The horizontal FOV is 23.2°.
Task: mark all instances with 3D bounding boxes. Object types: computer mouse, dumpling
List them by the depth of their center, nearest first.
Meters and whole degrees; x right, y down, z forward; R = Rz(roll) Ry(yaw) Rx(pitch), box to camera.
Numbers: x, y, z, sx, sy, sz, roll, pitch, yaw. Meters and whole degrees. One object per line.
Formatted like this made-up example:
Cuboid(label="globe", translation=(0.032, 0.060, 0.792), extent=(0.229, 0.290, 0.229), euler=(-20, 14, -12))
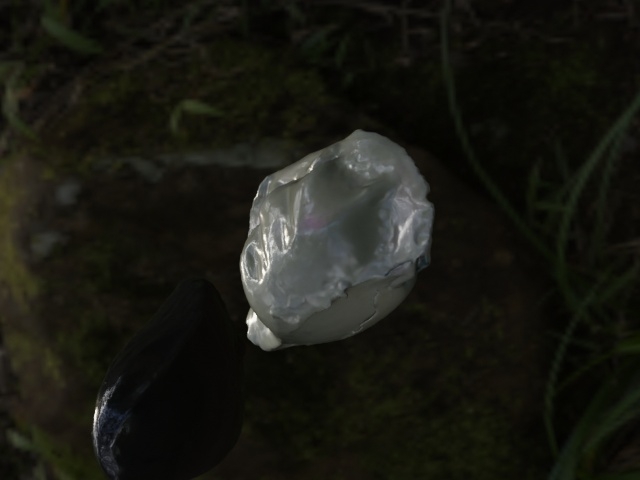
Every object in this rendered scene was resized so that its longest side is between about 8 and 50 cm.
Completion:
Cuboid(label="dumpling", translation=(0.000, 0.000, 1.015), extent=(0.188, 0.108, 0.127), euler=(-38, 65, 42))
Cuboid(label="computer mouse", translation=(-0.114, 0.132, 1.404), extent=(0.086, 0.270, 0.138), euler=(-5, 111, 19))
